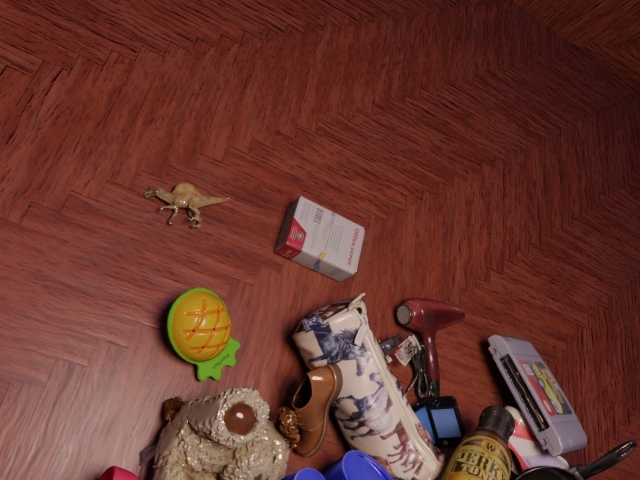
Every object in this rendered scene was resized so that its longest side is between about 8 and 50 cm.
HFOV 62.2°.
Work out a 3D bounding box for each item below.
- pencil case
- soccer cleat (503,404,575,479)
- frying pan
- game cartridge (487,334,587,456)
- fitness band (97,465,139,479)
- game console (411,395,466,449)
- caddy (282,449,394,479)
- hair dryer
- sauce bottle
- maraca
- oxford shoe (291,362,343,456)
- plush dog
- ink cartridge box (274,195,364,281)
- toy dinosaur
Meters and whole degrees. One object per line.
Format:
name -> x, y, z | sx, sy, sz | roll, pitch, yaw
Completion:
pencil case -> 0.099, 0.314, 1.055 | 0.160, 0.183, 0.410 | -25, 84, -36
soccer cleat -> 0.522, 0.541, 1.265 | 0.116, 0.108, 0.318 | -43, 96, -16
frying pan -> 0.532, 0.536, 1.190 | 0.197, 0.053, 0.326 | 27, 98, -8
game cartridge -> 0.527, 0.367, 1.286 | 0.196, 0.060, 0.294 | 20, 39, -48
fitness band -> -0.336, 0.461, 0.722 | 0.054, 0.209, 0.290 | 31, 58, -17
game console -> 0.251, 0.412, 1.153 | 0.071, 0.107, 0.122 | -32, 107, -62
caddy -> 0.043, 0.536, 0.897 | 0.241, 0.179, 0.341 | 0, 42, -40
hair dryer -> 0.245, 0.243, 1.254 | 0.293, 0.080, 0.223 | -41, 109, -30
sauce bottle -> 0.287, 0.426, 0.973 | 0.111, 0.111, 0.344 | 55, 34, 1
maraca -> -0.215, 0.175, 0.987 | 0.127, 0.099, 0.185 | -39, 118, -34
oxford shoe -> -0.026, 0.319, 0.989 | 0.076, 0.212, 0.076 | -1, 26, -32
plush dog -> -0.157, 0.367, 0.913 | 0.225, 0.211, 0.262 | 36, 83, -29
ink cartridge box -> 0.000, 0.000, 1.196 | 0.175, 0.072, 0.127 | 26, 59, -19
toy dinosaur -> -0.263, -0.076, 1.088 | 0.183, 0.053, 0.092 | 4, 66, -29
